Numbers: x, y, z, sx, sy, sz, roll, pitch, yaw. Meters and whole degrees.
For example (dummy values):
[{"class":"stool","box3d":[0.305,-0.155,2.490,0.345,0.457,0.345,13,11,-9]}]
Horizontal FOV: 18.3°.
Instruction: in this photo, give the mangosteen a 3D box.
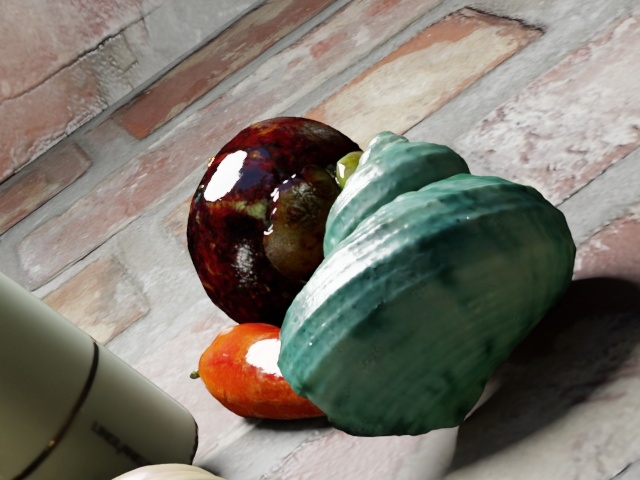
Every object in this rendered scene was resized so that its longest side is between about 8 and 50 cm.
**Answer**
[{"class":"mangosteen","box3d":[-0.006,-0.005,1.458,0.184,0.172,0.172,13,29,7]}]

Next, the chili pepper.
[{"class":"chili pepper","box3d":[-0.025,0.091,1.371,0.272,0.063,0.071,-3,48,57]}]

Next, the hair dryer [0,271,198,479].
[{"class":"hair dryer","box3d":[-0.253,0.211,1.309,0.362,0.203,0.128,-58,26,-16]}]

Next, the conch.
[{"class":"conch","box3d":[0.063,0.014,1.238,0.196,0.134,0.202,-1,27,-15]}]

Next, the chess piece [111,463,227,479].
[{"class":"chess piece","box3d":[-0.088,0.184,1.154,0.138,0.124,0.307,-68,16,-3]}]
